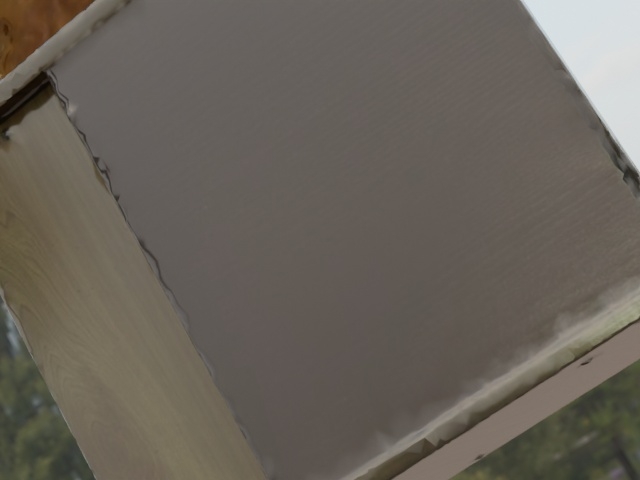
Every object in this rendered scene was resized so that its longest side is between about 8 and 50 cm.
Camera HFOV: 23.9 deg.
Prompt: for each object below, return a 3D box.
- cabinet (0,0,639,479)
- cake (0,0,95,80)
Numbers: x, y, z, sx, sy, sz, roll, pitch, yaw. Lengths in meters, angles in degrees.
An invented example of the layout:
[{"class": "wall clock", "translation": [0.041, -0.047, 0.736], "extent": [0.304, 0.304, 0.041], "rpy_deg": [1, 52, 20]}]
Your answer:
[{"class": "cabinet", "translation": [0.000, 0.000, 0.503], "extent": [0.215, 0.175, 0.148], "rpy_deg": [-36, -15, 18]}, {"class": "cake", "translation": [-0.291, -0.178, 0.947], "extent": [0.306, 0.314, 0.293], "rpy_deg": [11, -4, 28]}]
